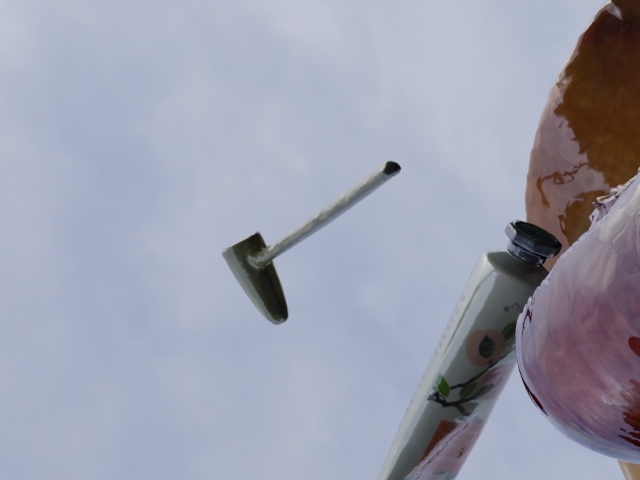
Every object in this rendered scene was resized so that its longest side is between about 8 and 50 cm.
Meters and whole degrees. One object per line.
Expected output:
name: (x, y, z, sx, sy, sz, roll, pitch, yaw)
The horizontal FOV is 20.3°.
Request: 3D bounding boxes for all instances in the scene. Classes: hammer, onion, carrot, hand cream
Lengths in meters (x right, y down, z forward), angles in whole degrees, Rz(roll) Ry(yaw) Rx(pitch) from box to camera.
hammer: (0.000, 0.000, 1.062, 0.028, 0.195, 0.060, -27, -94, -33)
onion: (0.197, 0.008, 0.785, 0.161, 0.248, 0.248, 36, -145, 23)
carrot: (0.252, -0.039, 1.245, 0.258, 0.100, 0.307, -16, -59, -41)
hand cream: (0.089, 0.096, 1.153, 0.080, 0.234, 0.050, 2, -152, -47)

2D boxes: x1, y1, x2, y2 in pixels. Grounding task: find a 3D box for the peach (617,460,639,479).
peach: (0.236, 0.104, 1.006, 0.138, 0.138, 0.138, 24, -129, -34)
